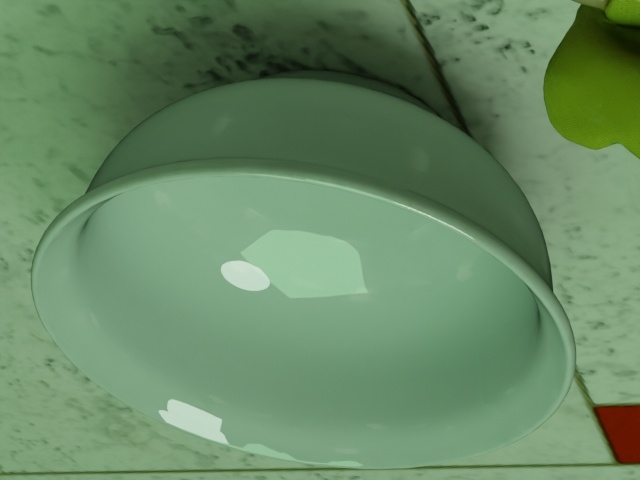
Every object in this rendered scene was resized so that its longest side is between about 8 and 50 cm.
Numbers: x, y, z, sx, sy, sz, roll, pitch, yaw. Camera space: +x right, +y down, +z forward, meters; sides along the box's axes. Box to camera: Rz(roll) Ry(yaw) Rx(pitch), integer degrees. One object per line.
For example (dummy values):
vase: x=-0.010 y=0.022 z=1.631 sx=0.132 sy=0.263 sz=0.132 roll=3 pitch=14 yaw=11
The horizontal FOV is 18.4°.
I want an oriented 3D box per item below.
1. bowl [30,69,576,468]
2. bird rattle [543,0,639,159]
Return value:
bowl: x=0.000 y=0.000 z=1.092 sx=0.298 sy=0.134 sz=0.298 roll=8 pitch=147 yaw=6
bird rattle: x=0.118 y=-0.159 z=0.817 sx=0.253 sy=0.143 sz=0.207 roll=41 pitch=127 yaw=-20
